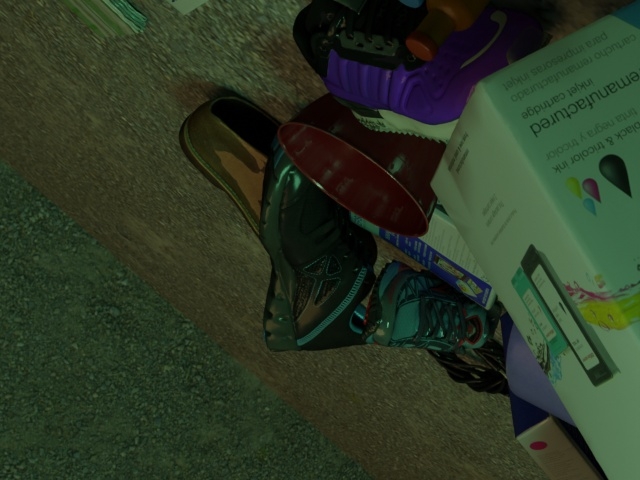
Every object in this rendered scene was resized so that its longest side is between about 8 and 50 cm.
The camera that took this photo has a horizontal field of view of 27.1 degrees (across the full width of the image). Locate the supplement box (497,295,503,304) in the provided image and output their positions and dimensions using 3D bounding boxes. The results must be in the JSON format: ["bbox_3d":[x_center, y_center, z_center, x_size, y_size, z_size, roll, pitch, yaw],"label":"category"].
[{"bbox_3d":[0.226,0.030,1.370,0.056,0.083,0.083,30,165,21],"label":"supplement box"}]

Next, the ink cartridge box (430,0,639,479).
[{"bbox_3d":[0.233,0.004,0.850,0.270,0.198,0.197,60,169,12],"label":"ink cartridge box"}]

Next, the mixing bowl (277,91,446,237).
[{"bbox_3d":[0.058,-0.095,1.328,0.181,0.098,0.181,34,165,10],"label":"mixing bowl"}]

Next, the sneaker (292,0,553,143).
[{"bbox_3d":[0.060,-0.164,1.096,0.146,0.102,0.293,42,164,-22],"label":"sneaker"}]

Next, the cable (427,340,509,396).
[{"bbox_3d":[0.212,0.170,1.923,0.184,0.047,0.150,24,161,41],"label":"cable"}]

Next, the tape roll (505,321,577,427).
[{"bbox_3d":[0.258,0.080,1.245,0.080,0.189,0.189,26,163,33],"label":"tape roll"}]

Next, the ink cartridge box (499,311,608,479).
[{"bbox_3d":[0.292,0.205,1.618,0.069,0.175,0.371,-18,138,19],"label":"ink cartridge box"}]

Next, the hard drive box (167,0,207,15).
[{"bbox_3d":[-0.154,-0.314,1.135,0.232,0.089,0.181,39,166,-16],"label":"hard drive box"}]

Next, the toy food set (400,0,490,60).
[{"bbox_3d":[0.118,-0.194,0.863,0.111,0.104,0.232,41,165,-20],"label":"toy food set"}]

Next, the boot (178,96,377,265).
[{"bbox_3d":[-0.040,-0.063,1.664,0.305,0.112,0.115,40,154,-10],"label":"boot"}]

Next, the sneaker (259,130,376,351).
[{"bbox_3d":[0.000,0.000,1.596,0.140,0.125,0.340,3,135,5],"label":"sneaker"}]

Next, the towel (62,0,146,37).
[{"bbox_3d":[-0.279,-0.295,1.626,0.113,0.023,0.152,45,165,-25],"label":"towel"}]

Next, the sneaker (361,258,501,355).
[{"bbox_3d":[0.146,0.086,1.624,0.125,0.104,0.262,18,-170,27],"label":"sneaker"}]

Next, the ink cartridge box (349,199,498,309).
[{"bbox_3d":[0.127,-0.016,1.526,0.208,0.045,0.206,32,166,11],"label":"ink cartridge box"}]
